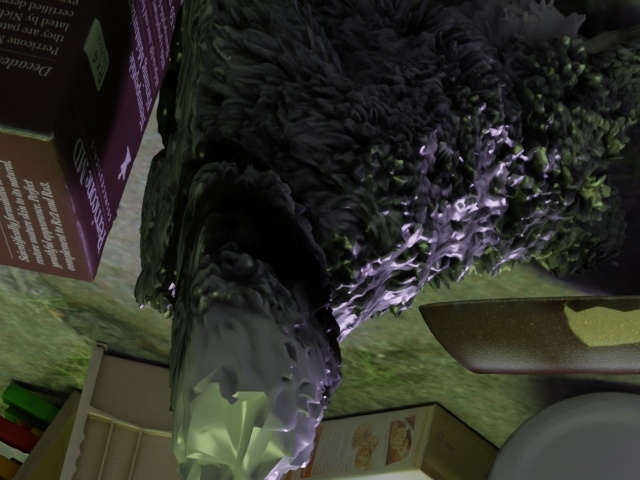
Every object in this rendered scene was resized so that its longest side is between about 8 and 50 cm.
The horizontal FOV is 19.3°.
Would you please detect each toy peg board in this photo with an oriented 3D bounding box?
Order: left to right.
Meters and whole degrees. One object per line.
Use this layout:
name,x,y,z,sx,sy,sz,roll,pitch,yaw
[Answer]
toy peg board,-0.298,0.230,1.846,0.079,0.161,0.161,27,153,13

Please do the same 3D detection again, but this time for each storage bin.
storage bin,-0.179,0.276,1.751,0.123,0.260,0.262,12,151,0

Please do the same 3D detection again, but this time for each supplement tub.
supplement tub,0.258,0.288,1.601,0.207,0.207,0.338,6,150,17

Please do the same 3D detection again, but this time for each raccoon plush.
raccoon plush,0.062,0.011,1.008,0.299,0.446,0.216,10,132,-11

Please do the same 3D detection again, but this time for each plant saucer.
plant saucer,0.219,0.065,1.249,0.310,0.050,0.310,1,176,0

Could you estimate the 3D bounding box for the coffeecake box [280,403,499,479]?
coffeecake box,0.071,0.220,1.718,0.185,0.068,0.142,-13,140,42

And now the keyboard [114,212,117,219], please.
keyboard,-0.257,-0.045,1.467,0.180,0.023,0.108,31,148,-24

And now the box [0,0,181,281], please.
box,-0.194,-0.114,1.125,0.167,0.203,0.168,11,152,8
